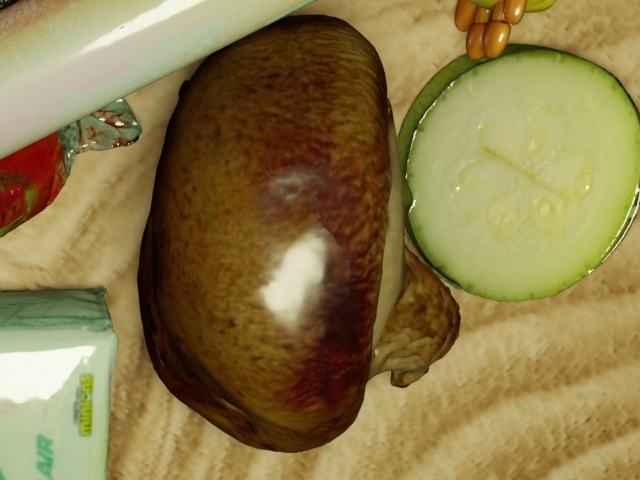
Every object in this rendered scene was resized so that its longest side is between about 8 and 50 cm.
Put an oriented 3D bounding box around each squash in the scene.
[{"bbox_3d":[0.166,-0.055,1.386,0.219,0.041,0.219,-5,107,-16],"label":"squash"}]

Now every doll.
[{"bbox_3d":[0.136,-0.249,1.281,0.135,0.143,0.221,4,96,-15],"label":"doll"}]

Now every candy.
[{"bbox_3d":[-0.263,-0.035,1.252,0.292,0.059,0.086,-36,80,-23],"label":"candy"}]

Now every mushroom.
[{"bbox_3d":[0.000,0.000,1.236,0.259,0.345,0.346,6,102,-10],"label":"mushroom"}]

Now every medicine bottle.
[{"bbox_3d":[-0.165,-0.135,1.151,0.426,0.108,0.108,-27,108,1],"label":"medicine bottle"}]

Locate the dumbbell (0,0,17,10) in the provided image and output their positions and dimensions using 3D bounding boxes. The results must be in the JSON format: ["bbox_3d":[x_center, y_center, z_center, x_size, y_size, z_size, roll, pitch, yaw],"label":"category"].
[{"bbox_3d":[-0.309,-0.115,1.241,0.254,0.081,0.081,-42,108,1],"label":"dumbbell"}]

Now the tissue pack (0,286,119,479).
[{"bbox_3d":[-0.354,0.185,1.265,0.388,0.162,0.287,1,101,-13],"label":"tissue pack"}]
